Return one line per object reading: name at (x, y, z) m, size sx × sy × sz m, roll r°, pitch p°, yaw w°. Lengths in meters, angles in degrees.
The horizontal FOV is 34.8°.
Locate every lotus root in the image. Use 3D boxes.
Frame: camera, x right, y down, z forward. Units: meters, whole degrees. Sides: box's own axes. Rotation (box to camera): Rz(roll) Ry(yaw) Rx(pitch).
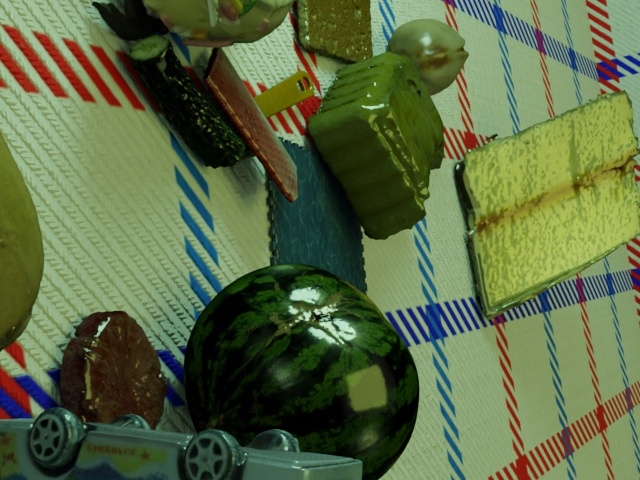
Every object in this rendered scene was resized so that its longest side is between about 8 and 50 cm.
lotus root at (-0.306, -0.039, 0.782) m, size 0.303 × 0.131 × 0.146 m, roll 64°, pitch 31°, yaw -26°

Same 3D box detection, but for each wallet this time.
wallet at (-0.084, -0.143, 1.275) m, size 0.196 × 0.020 × 0.103 m, roll 57°, pitch 15°, yaw -27°

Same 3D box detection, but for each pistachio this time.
pistachio at (0.186, -0.319, 1.767) m, size 0.215 × 0.144 × 0.144 m, roll -50°, pitch 124°, yaw -64°

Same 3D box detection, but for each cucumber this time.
cucumber at (-0.154, -0.156, 1.175) m, size 0.187 × 0.058 × 0.058 m, roll 54°, pitch 37°, yaw -43°

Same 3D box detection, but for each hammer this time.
hammer at (-0.238, -0.366, 1.126) m, size 0.125 × 0.027 × 0.297 m, roll -32°, pitch 109°, yaw -65°

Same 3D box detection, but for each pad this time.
pad at (0.000, 0.000, 1.455) m, size 0.269 × 0.012 × 0.269 m, roll 12°, pitch 70°, yaw -60°

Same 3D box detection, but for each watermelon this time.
watermelon at (-0.023, 0.157, 1.111) m, size 0.269 × 0.269 × 0.269 m, roll 29°, pitch 56°, yaw -55°

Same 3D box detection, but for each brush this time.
brush at (-0.071, -0.183, 1.369) m, size 0.272 × 0.013 × 0.103 m, roll -41°, pitch 112°, yaw -56°

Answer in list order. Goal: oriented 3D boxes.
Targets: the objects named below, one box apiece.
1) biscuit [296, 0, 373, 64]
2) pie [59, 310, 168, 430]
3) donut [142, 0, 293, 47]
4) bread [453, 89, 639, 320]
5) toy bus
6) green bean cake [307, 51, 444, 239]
biscuit at (0.023, -0.343, 1.588) m, size 0.231 × 0.025 × 0.131 m, roll 1°, pitch 86°, yaw -62°
pie at (-0.200, 0.143, 1.012) m, size 0.153 × 0.038 × 0.153 m, roll 29°, pitch 57°, yaw -58°
donut at (-0.132, -0.403, 1.173) m, size 0.307 × 0.150 × 0.371 m, roll -14°, pitch 92°, yaw -69°
bread at (0.471, -0.081, 2.025) m, size 0.345 × 0.405 × 0.242 m, roll 69°, pitch 17°, yaw 6°
toy bus at (-0.132, 0.209, 0.813) m, size 0.109 × 0.330 × 0.136 m, roll 18°, pitch 75°, yaw -58°
green bean cake at (0.104, -0.148, 1.558) m, size 0.233 × 0.124 × 0.236 m, roll 60°, pitch 29°, yaw -24°
